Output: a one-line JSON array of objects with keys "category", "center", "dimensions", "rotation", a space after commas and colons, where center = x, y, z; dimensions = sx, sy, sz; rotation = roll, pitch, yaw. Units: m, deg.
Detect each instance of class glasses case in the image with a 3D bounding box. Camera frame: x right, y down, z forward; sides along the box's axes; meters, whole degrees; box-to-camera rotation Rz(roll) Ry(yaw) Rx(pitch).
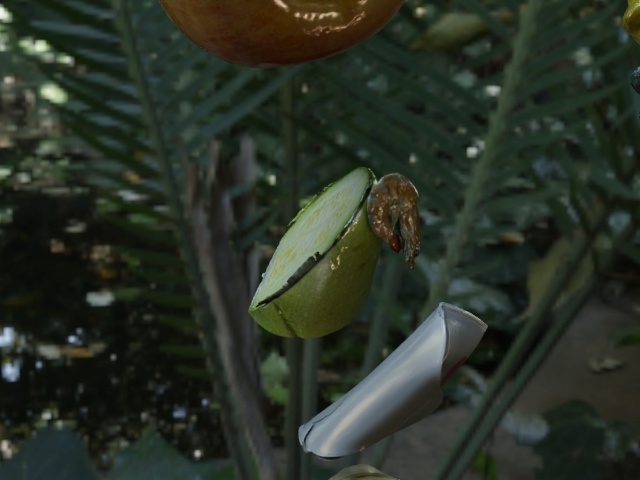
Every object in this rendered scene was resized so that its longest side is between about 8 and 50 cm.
[{"category": "glasses case", "center": [0.108, 0.208, 1.705], "dimensions": [0.128, 0.308, 0.083], "rotation": [7, 47, -45]}]

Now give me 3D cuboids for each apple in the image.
[{"category": "apple", "center": [-0.040, -0.423, 1.632], "dimensions": [0.400, 0.400, 0.334], "rotation": [-11, 26, -37]}]

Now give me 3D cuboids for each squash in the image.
[{"category": "squash", "center": [0.000, 0.000, 2.134], "dimensions": [0.210, 0.309, 0.233], "rotation": [18, 55, 11]}]

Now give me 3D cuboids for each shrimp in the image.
[{"category": "shrimp", "center": [0.124, -0.027, 2.041], "dimensions": [0.101, 0.190, 0.042], "rotation": [-35, 37, -21]}]

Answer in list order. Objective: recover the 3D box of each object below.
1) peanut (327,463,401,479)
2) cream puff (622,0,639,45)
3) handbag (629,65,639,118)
[{"category": "peanut", "center": [0.030, 0.218, 0.913], "dimensions": [0.086, 0.104, 0.228], "rotation": [-5, -17, -7]}, {"category": "cream puff", "center": [0.370, -0.254, 1.205], "dimensions": [0.221, 0.194, 0.194], "rotation": [20, 17, 0]}, {"category": "handbag", "center": [0.646, -0.247, 1.991], "dimensions": [0.248, 0.079, 0.260], "rotation": [-27, -27, 29]}]
